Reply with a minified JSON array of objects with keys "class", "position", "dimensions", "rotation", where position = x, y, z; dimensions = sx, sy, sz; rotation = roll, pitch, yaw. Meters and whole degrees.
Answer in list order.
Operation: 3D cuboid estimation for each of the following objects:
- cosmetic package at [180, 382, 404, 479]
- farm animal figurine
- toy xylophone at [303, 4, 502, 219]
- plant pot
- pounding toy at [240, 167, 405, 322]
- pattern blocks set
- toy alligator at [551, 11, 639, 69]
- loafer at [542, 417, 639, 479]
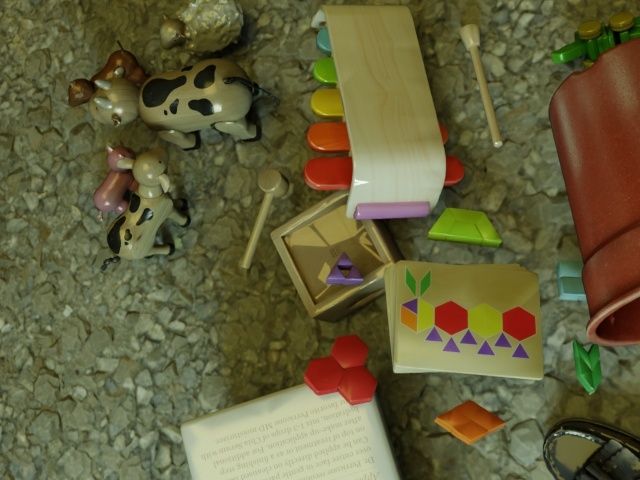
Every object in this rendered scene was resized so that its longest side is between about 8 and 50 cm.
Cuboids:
[{"class":"cosmetic package","position":[0.017,0.398,1.007],"dimensions":[0.230,0.161,0.453],"rotation":[-17,74,3]},{"class":"farm animal figurine","position":[-0.225,-0.161,1.220],"dimensions":[0.326,0.172,0.330],"rotation":[-24,73,16]},{"class":"toy xylophone","position":[0.098,-0.178,1.110],"dimensions":[0.236,0.081,0.323],"rotation":[4,63,-10]},{"class":"plant pot","position":[0.377,-0.059,0.930],"dimensions":[0.272,0.272,0.265],"rotation":[-19,66,18]},{"class":"pounding toy","position":[-0.010,0.000,1.148],"dimensions":[0.181,0.094,0.206],"rotation":[-32,70,13]},{"class":"pattern blocks set","position":[0.162,0.091,1.012],"dimensions":[0.324,0.026,0.285],"rotation":[12,61,4]},{"class":"toy alligator","position":[0.376,-0.253,1.066],"dimensions":[0.189,0.056,0.051],"rotation":[-11,36,20]},{"class":"loafer","position":[0.367,0.302,0.941],"dimensions":[0.302,0.095,0.109],"rotation":[39,102,23]}]
